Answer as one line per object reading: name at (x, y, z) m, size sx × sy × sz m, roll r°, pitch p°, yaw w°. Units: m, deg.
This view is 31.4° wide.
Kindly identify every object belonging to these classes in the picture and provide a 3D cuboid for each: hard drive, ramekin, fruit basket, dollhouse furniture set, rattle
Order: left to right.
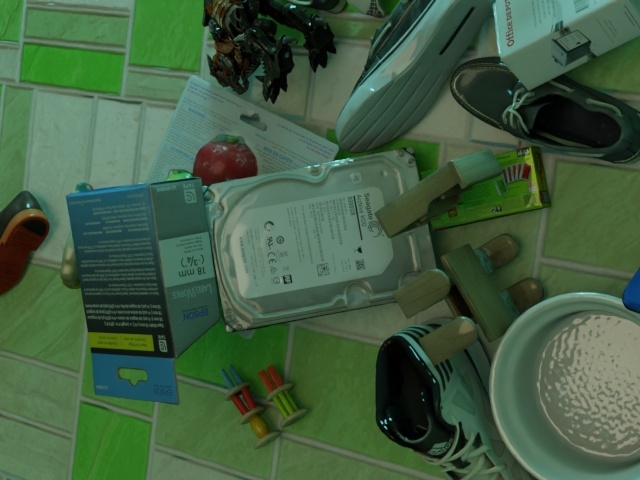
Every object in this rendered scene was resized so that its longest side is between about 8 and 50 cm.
rattle at (-0.395, -0.003, 2.086) m, size 0.143 × 0.130 × 0.199 m, roll 8°, pitch 69°, yaw 20°
fruit basket at (-0.163, -0.058, 1.916) m, size 0.327 × 0.165 × 0.353 m, roll 27°, pitch 92°, yaw 27°
hard drive at (0.000, 0.000, 1.765) m, size 0.339 × 0.064 × 0.236 m, roll -10°, pitch 86°, yaw 1°
dollhouse furniture set at (0.215, 0.018, 1.610) m, size 0.161 × 0.212 × 0.242 m, roll -35°, pitch 81°, yaw 38°
ramekin at (0.387, 0.206, 1.583) m, size 0.277 × 0.135 × 0.277 m, roll 1°, pitch 92°, yaw 29°

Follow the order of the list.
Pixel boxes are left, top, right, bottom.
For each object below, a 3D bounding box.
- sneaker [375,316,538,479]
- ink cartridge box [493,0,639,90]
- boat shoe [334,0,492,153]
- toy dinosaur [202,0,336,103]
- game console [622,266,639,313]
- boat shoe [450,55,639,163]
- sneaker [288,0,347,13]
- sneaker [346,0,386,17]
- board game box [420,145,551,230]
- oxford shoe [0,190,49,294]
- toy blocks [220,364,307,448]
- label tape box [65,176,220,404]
sneaker at (0.199, 0.328, 1.630) m, size 0.169 × 0.257 × 0.447 m, roll -35°, pitch 75°, yaw 27°
ink cartridge box at (0.347, -0.317, 1.592) m, size 0.191 × 0.082 × 0.139 m, roll -26°, pitch 42°, yaw 30°
boat shoe at (0.131, -0.281, 1.751) m, size 0.335 × 0.121 × 0.119 m, roll -49°, pitch 46°, yaw 23°
toy dinosaur at (-0.109, -0.340, 1.812) m, size 0.218 × 0.322 × 0.164 m, roll 40°, pitch 76°, yaw 16°
game console at (0.585, 0.036, 1.455) m, size 0.250 × 0.173 × 0.293 m, roll 38°, pitch 79°, yaw -4°
boat shoe at (0.316, -0.194, 1.637) m, size 0.320 × 0.099 × 0.116 m, roll 26°, pitch 106°, yaw 28°
sneaker at (-0.051, -0.426, 1.856) m, size 0.192 × 0.086 × 0.064 m, roll 29°, pitch 105°, yaw 27°
sneaker at (0.112, -0.464, 1.771) m, size 0.095 × 0.090 × 0.235 m, roll 31°, pitch 109°, yaw 9°
board game box at (0.247, -0.077, 1.714) m, size 0.181 × 0.043 × 0.092 m, roll -12°, pitch 85°, yaw 30°
oxford shoe at (-0.624, 0.019, 2.220) m, size 0.271 × 0.097 × 0.098 m, roll -45°, pitch 50°, yaw 19°
toy blocks at (-0.103, 0.259, 1.926) m, size 0.123 × 0.054 × 0.148 m, roll -42°, pitch 71°, yaw 25°
label tape box at (-0.275, 0.077, 1.797) m, size 0.241 × 0.106 × 0.333 m, roll -2°, pitch 97°, yaw 47°
